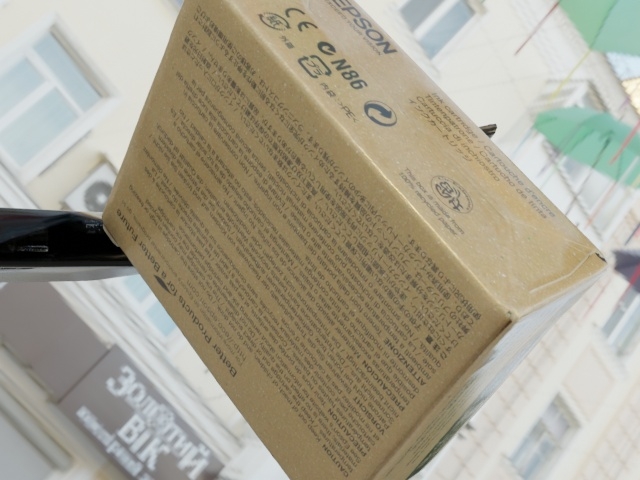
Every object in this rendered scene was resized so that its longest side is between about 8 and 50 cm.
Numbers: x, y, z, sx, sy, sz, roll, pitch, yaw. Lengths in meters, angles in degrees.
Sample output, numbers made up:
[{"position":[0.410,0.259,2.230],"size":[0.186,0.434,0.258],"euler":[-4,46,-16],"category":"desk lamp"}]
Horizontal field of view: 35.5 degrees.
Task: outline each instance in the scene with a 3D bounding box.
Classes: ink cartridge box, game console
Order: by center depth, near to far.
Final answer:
[{"position":[0.000,0.000,0.527],"size":[0.235,0.088,0.193],"euler":[50,-45,20],"category":"ink cartridge box"},{"position":[-0.278,0.018,0.711],"size":[0.361,0.213,0.044],"euler":[-8,-96,43],"category":"game console"}]

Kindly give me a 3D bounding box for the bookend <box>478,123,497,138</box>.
[{"position":[0.158,-0.025,1.099],"size":[0.157,0.072,0.156],"euler":[120,-44,-73],"category":"bookend"}]
